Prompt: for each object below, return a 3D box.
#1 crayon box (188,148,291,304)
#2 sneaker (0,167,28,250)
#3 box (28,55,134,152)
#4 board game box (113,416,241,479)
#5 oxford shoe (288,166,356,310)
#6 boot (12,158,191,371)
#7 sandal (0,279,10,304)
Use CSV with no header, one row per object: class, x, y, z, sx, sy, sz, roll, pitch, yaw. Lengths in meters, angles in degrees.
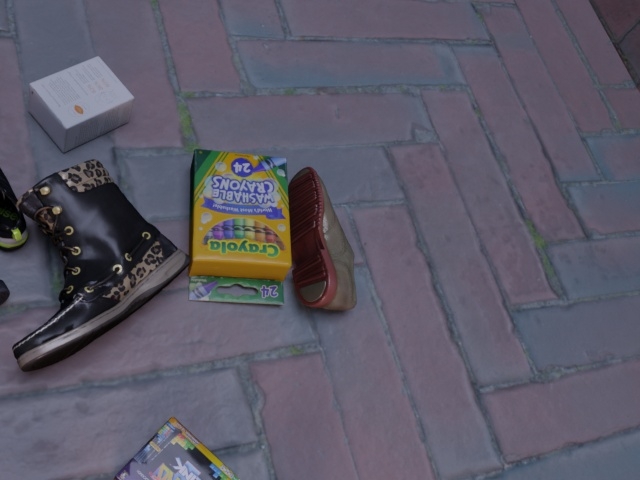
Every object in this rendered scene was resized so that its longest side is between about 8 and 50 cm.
crayon box,-0.170,-0.032,1.533,0.203,0.083,0.323,4,61,-15
sneaker,-0.613,-0.091,1.378,0.084,0.097,0.235,-28,76,-33
box,-0.505,-0.288,1.541,0.170,0.091,0.130,-35,80,-34
board game box,-0.248,0.418,1.273,0.170,0.048,0.141,41,54,3
oxford shoe,0.000,0.000,1.599,0.130,0.123,0.348,22,50,-42
boot,-0.450,0.034,1.326,0.377,0.138,0.284,-39,92,-38
sandal,-0.662,0.126,1.243,0.254,0.097,0.054,-27,76,-43
